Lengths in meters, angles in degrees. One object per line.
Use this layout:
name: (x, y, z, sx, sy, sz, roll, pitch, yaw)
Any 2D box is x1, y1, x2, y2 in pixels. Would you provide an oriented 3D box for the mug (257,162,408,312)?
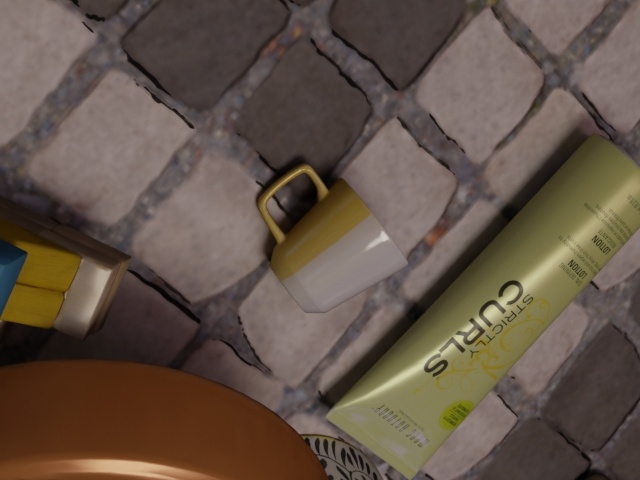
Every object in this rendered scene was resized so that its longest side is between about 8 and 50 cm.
mug: (0.002, 0.003, 0.923, 0.064, 0.078, 0.062, -38, 160, 0)

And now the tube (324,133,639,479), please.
tube: (0.111, 0.042, 1.001, 0.070, 0.062, 0.240, 43, 92, 3)

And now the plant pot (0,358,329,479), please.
plant pot: (-0.120, 0.228, 0.791, 0.290, 0.203, 0.291, -6, 132, -6)

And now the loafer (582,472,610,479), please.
loafer: (0.218, 0.227, 1.156, 0.056, 0.050, 0.148, -42, 127, -8)

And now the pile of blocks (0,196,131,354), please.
pile of blocks: (-0.246, 0.024, 0.715, 0.362, 0.149, 0.113, 16, 103, -36)

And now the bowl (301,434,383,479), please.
bowl: (-0.010, 0.212, 0.992, 0.170, 0.080, 0.170, -14, 120, -26)
